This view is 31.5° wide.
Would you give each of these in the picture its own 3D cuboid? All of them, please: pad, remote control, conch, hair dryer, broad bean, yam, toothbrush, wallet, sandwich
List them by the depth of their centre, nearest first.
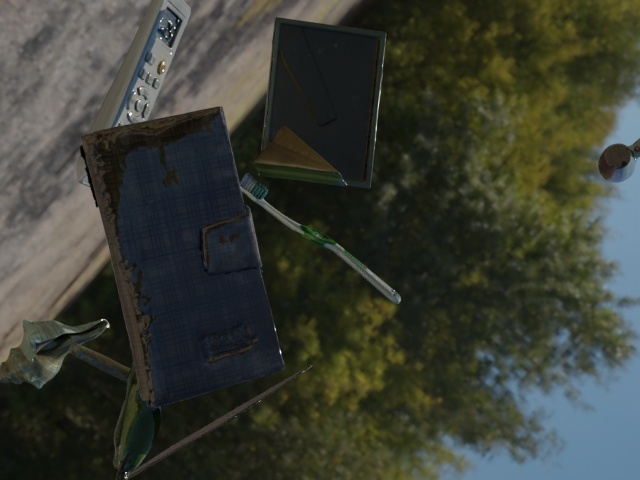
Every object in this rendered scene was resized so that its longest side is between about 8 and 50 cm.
[{"bbox_3d":[-0.112,0.013,0.933,0.124,0.230,0.042,-14,-176,-12],"label":"wallet"},{"bbox_3d":[-0.236,0.220,1.502,0.070,0.048,0.214,27,81,-54],"label":"broad bean"},{"bbox_3d":[-0.288,0.170,1.545,0.021,0.116,0.021,-58,-167,21],"label":"yam"},{"bbox_3d":[-0.177,0.280,1.642,0.330,0.004,0.220,-33,176,32],"label":"pad"},{"bbox_3d":[0.478,-0.147,1.658,0.154,0.054,0.106,-35,169,4],"label":"hair dryer"},{"bbox_3d":[-0.031,-0.097,1.658,0.074,0.116,0.074,-47,160,-3],"label":"sandwich"},{"bbox_3d":[-0.284,-0.224,1.686,0.109,0.055,0.313,34,79,-76],"label":"remote control"},{"bbox_3d":[-0.001,0.001,1.715,0.030,0.304,0.030,-52,-179,1],"label":"toothbrush"},{"bbox_3d":[-0.554,0.206,2.242,0.234,0.114,0.137,-49,152,4],"label":"conch"}]

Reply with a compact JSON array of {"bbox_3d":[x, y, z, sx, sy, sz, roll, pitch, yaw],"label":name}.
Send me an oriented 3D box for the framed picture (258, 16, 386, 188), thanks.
[{"bbox_3d":[0.004,-0.213,1.777,0.016,0.184,0.250,-173,-93,-76],"label":"framed picture"}]
